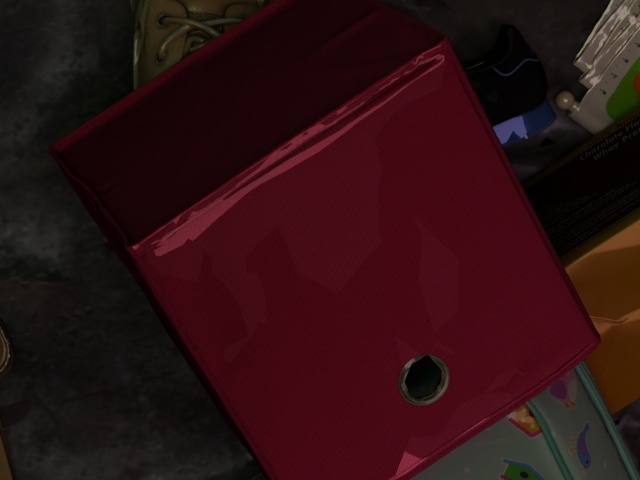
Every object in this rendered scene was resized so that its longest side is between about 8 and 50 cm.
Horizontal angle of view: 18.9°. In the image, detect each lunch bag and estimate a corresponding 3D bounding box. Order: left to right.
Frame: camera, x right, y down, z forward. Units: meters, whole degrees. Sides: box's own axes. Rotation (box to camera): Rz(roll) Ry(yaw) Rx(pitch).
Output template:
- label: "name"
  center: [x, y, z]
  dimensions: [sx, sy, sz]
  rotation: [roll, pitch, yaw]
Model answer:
- label: "lunch bag"
  center: [0.100, 0.180, 1.497]
  dimensions: [0.279, 0.108, 0.224]
  rotation: [-12, 120, 37]

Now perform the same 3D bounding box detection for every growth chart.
- label: "growth chart"
  center: [0.305, -0.168, 1.600]
  dimensions: [0.172, 0.021, 0.237]
  rotation: [24, 102, -15]

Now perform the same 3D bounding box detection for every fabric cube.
- label: "fabric cube"
  center: [0.000, 0.000, 1.367]
  dimensions: [0.254, 0.259, 0.258]
  rotation: [-33, 116, -7]

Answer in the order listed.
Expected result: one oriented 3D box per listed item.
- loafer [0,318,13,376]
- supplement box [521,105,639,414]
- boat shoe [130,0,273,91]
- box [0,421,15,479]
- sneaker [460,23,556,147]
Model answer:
- label: "loafer"
  center: [-0.298, 0.055, 1.538]
  dimensions: [0.056, 0.050, 0.148]
  rotation: [-35, 107, 2]
- label: "supplement box"
  center: [0.243, 0.012, 1.537]
  dimensions: [0.191, 0.194, 0.129]
  rotation: [-33, 110, 7]
- label: "boat shoe"
  center: [-0.086, -0.139, 1.491]
  dimensions: [0.121, 0.110, 0.341]
  rotation: [-1, 105, -10]
- label: "box"
  center: [-0.324, 0.257, 1.604]
  dimensions: [0.164, 0.021, 0.201]
  rotation: [-14, 107, -6]
- label: "sneaker"
  center: [0.074, -0.096, 1.552]
  dimensions: [0.232, 0.081, 0.090]
  rotation: [-25, 105, -10]
